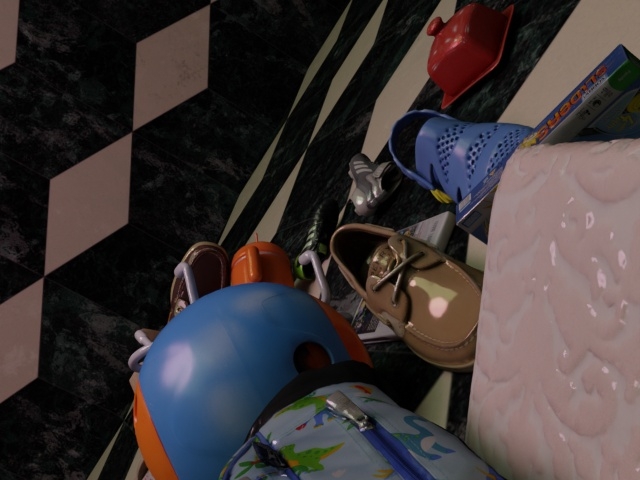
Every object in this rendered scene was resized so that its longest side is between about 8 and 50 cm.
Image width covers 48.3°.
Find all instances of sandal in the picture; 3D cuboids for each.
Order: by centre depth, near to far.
[{"bbox_3d":[0.178,-0.105,0.914,0.126,0.138,0.317,-58,17,-3],"label":"sandal"}]

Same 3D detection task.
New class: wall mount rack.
[{"bbox_3d":[-0.141,0.127,1.107,0.304,0.350,0.130,-51,51,51],"label":"wall mount rack"}]

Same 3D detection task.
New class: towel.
[{"bbox_3d":[0.188,0.092,0.445,0.332,0.054,0.316,-160,76,-76],"label":"towel"}]

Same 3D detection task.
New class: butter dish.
[{"bbox_3d":[0.232,-0.332,1.203,0.160,0.118,0.160,-36,27,54],"label":"butter dish"}]

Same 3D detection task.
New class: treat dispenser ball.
[{"bbox_3d":[-0.074,0.194,0.850,0.288,0.288,0.288,-53,16,23],"label":"treat dispenser ball"}]

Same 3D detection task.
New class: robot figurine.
[{"bbox_3d":[-0.115,0.094,1.428,0.128,0.158,0.219,-39,43,29],"label":"robot figurine"}]

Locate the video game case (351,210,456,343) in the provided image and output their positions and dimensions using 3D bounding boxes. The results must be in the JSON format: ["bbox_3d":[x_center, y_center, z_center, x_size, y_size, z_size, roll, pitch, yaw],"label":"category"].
[{"bbox_3d":[0.113,0.059,1.025,0.173,0.022,0.190,-24,38,64],"label":"video game case"}]

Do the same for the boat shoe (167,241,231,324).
[{"bbox_3d":[-0.250,0.175,1.422,0.123,0.123,0.341,-155,82,-72],"label":"boat shoe"}]

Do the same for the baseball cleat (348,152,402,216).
[{"bbox_3d":[0.106,-0.120,1.331,0.109,0.072,0.206,-37,28,23],"label":"baseball cleat"}]

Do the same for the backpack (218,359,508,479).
[{"bbox_3d":[0.043,0.253,0.442,0.356,0.273,0.290,7,101,59],"label":"backpack"}]

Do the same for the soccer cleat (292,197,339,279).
[{"bbox_3d":[0.000,0.000,1.446,0.072,0.060,0.178,18,84,65],"label":"soccer cleat"}]

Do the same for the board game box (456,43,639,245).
[{"bbox_3d":[0.235,-0.050,0.621,0.201,0.136,0.035,-49,15,35],"label":"board game box"}]

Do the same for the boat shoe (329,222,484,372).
[{"bbox_3d":[0.102,0.056,0.851,0.121,0.110,0.341,-57,23,-2],"label":"boat shoe"}]

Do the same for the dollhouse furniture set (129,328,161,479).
[{"bbox_3d":[-0.303,0.376,1.221,0.355,0.174,0.303,-56,44,16],"label":"dollhouse furniture set"}]
